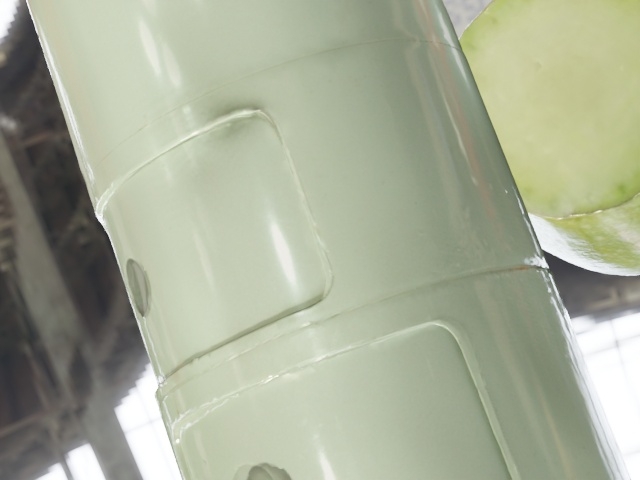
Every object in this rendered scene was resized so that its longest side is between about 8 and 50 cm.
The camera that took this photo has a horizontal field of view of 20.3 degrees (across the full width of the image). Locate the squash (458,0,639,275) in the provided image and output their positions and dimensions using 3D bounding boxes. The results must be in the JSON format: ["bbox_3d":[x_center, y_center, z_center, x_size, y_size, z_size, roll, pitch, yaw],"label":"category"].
[{"bbox_3d":[0.136,-0.068,0.860,0.170,0.170,0.123,-6,175,25],"label":"squash"}]

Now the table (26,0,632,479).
[{"bbox_3d":[0.000,0.000,0.543,0.126,0.220,0.126,-18,168,-4],"label":"table"}]
